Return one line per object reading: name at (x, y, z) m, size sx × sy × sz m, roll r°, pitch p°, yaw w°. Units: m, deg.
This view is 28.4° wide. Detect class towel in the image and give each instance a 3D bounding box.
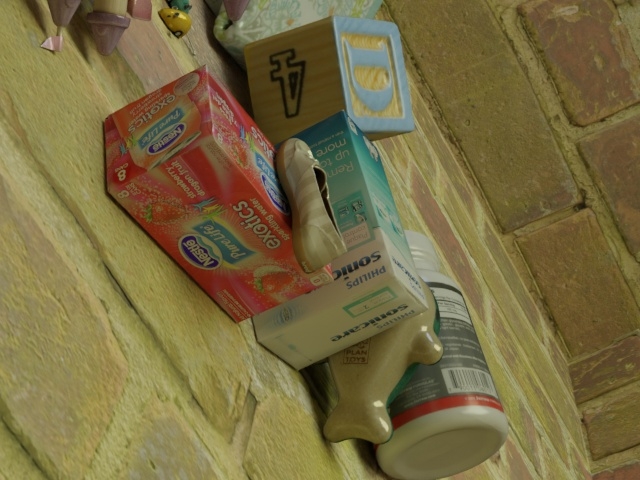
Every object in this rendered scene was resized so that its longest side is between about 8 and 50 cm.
towel at (-0.026, -0.437, 2.269) m, size 0.320 × 0.090 × 0.374 m, roll 42°, pitch 71°, yaw -52°

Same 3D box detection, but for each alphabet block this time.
alphabet block at (0.014, -0.255, 2.113) m, size 0.192 × 0.197 × 0.193 m, roll -4°, pitch 84°, yaw -51°

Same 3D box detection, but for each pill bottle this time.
pill bottle at (0.148, 0.177, 2.000) m, size 0.210 × 0.210 × 0.363 m, roll 44°, pitch 25°, yaw -52°

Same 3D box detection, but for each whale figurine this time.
whale figurine at (0.083, 0.170, 1.815) m, size 0.141 × 0.216 × 0.272 m, roll 46°, pitch 47°, yaw -52°

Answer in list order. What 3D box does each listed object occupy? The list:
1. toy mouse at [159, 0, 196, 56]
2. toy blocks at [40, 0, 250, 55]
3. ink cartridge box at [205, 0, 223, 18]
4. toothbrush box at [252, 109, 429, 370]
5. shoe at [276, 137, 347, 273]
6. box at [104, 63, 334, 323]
toy mouse at (-0.236, -0.388, 1.975) m, size 0.161 × 0.031 × 0.143 m, roll 44°, pitch 24°, yaw -51°
toy blocks at (-0.260, -0.358, 1.594) m, size 0.288 × 0.309 × 0.260 m, roll -3°, pitch 101°, yaw -61°
ink cartridge box at (-0.216, -0.551, 2.261) m, size 0.239 × 0.060 × 0.275 m, roll 55°, pitch 17°, yaw -33°
toothbrush box at (0.000, 0.000, 1.783) m, size 0.126 × 0.216 × 0.295 m, roll 42°, pitch 28°, yaw -53°
shoe at (-0.008, -0.050, 1.556) m, size 0.076 × 0.058 × 0.219 m, roll 50°, pitch 21°, yaw -43°
box at (-0.123, -0.050, 1.577) m, size 0.300 × 0.154 × 0.142 m, roll 51°, pitch 21°, yaw -43°
